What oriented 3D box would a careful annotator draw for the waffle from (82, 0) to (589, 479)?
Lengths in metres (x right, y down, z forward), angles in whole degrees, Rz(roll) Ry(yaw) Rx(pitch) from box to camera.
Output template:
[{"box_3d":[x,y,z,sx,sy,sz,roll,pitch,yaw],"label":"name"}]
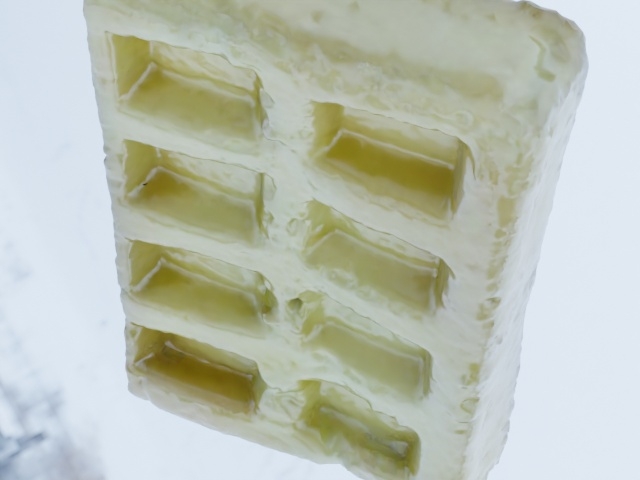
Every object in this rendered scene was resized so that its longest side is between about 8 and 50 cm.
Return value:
[{"box_3d":[0.000,0.000,0.692,0.168,0.057,0.274,21,143,14],"label":"waffle"}]
